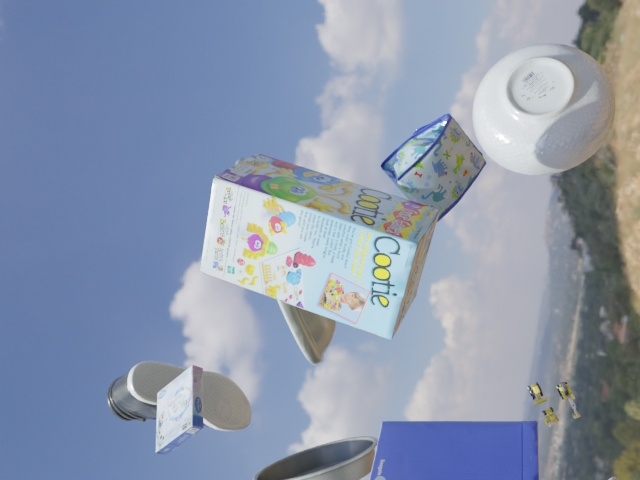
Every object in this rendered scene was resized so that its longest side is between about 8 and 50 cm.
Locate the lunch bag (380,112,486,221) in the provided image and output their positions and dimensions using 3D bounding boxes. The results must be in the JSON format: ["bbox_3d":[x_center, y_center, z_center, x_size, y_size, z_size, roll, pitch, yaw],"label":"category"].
[{"bbox_3d":[0.204,-0.131,1.342,0.129,0.151,0.096,44,-174,-32],"label":"lunch bag"}]

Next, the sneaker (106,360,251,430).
[{"bbox_3d":[-0.278,0.310,1.482,0.296,0.147,0.104,27,-126,-38],"label":"sneaker"}]

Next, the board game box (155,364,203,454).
[{"bbox_3d":[-0.189,0.227,1.020,0.020,0.090,0.090,24,-139,-34],"label":"board game box"}]

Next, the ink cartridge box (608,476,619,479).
[{"bbox_3d":[0.318,0.459,0.966,0.211,0.121,0.289,-32,-34,-27],"label":"ink cartridge box"}]

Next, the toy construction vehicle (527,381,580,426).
[{"bbox_3d":[0.500,0.344,1.628,0.035,0.086,0.098,90,160,-86],"label":"toy construction vehicle"}]

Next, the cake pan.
[{"bbox_3d":[-0.004,0.512,1.704,0.293,0.293,0.054,-4,-103,-73],"label":"cake pan"}]

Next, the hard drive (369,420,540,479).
[{"bbox_3d":[0.264,0.437,1.495,0.210,0.319,0.040,-67,-32,-57],"label":"hard drive"}]

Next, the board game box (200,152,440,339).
[{"bbox_3d":[0.000,0.000,1.026,0.142,0.275,0.144,-45,-30,-62],"label":"board game box"}]

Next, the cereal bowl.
[{"bbox_3d":[0.530,-0.334,1.834,0.141,0.339,0.338,43,-123,-64],"label":"cereal bowl"}]

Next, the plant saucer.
[{"bbox_3d":[-0.038,0.023,1.391,0.400,0.101,0.400,-21,-90,-88],"label":"plant saucer"}]
